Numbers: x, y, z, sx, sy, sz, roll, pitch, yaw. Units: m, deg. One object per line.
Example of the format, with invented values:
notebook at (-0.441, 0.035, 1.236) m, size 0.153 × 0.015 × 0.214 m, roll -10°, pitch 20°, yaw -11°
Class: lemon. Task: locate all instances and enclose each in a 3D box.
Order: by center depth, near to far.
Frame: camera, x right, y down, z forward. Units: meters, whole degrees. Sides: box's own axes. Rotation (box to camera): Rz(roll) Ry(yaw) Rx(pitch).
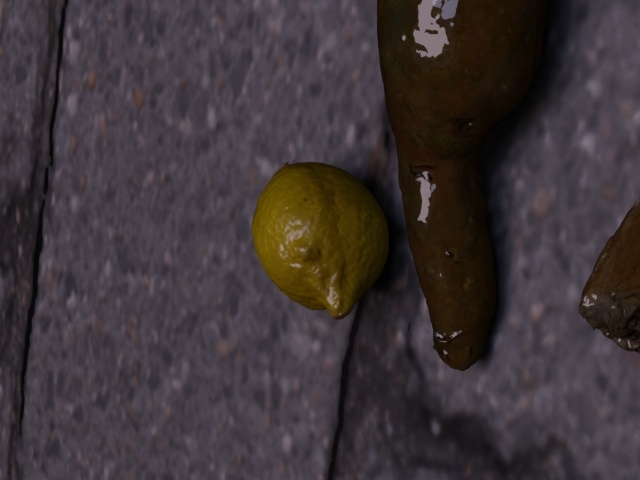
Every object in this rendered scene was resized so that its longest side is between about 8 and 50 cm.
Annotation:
lemon at (0.000, 0.000, 0.799) m, size 0.065 × 0.065 × 0.092 m, roll -57°, pitch 41°, yaw 36°

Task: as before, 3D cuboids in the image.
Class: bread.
bread at (0.146, 0.010, 0.604) m, size 0.082 × 0.060 × 0.113 m, roll -60°, pitch 11°, yaw -2°

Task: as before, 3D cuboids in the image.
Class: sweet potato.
sweet potato at (0.057, -0.074, 0.717) m, size 0.074 × 0.074 × 0.270 m, roll 25°, pitch 115°, yaw 49°
